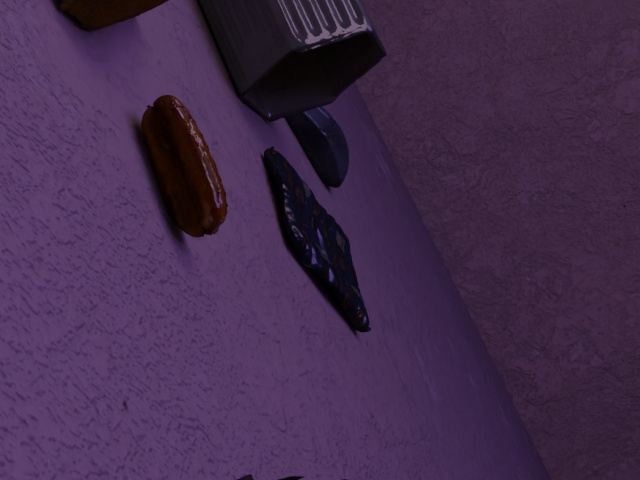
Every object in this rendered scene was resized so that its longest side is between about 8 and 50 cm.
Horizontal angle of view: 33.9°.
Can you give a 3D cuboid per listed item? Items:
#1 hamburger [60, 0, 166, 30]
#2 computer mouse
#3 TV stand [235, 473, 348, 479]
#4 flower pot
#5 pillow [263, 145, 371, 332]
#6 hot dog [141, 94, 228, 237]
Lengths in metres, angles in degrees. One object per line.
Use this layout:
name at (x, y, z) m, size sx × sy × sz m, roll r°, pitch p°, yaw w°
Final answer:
hamburger at (-0.167, -0.300, 1.003) m, size 0.144 × 0.157 × 0.283 m, roll 61°, pitch 13°, yaw -14°
computer mouse at (-0.004, -0.196, 1.821) m, size 0.229 × 0.068 × 0.113 m, roll 60°, pitch 10°, yaw -26°
TV stand at (-0.021, 0.209, 0.840) m, size 0.042 × 0.036 × 0.249 m, roll 66°, pitch 10°, yaw 17°
flower pot at (-0.040, -0.312, 1.521) m, size 0.209 × 0.239 × 0.189 m, roll -9°, pitch 69°, yaw -47°
pillow at (0.001, 0.002, 1.460) m, size 0.255 × 0.034 × 0.189 m, roll 53°, pitch 15°, yaw -47°
hot dog at (-0.122, -0.069, 0.944) m, size 0.038 × 0.062 × 0.144 m, roll 5°, pitch 56°, yaw -53°
